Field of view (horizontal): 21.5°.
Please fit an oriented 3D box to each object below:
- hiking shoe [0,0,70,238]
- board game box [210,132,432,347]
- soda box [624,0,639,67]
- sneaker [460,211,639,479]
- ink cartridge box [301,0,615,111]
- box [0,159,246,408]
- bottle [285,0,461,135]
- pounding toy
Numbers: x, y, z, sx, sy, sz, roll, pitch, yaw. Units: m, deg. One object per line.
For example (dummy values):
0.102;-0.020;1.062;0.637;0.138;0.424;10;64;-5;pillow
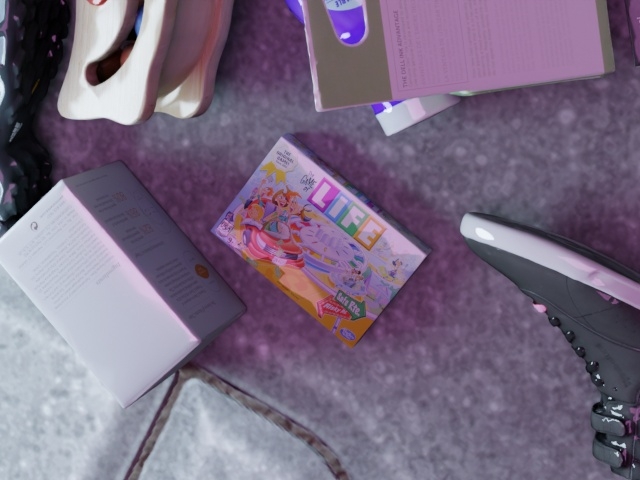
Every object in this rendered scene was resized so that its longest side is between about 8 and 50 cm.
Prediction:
-0.291;-0.137;1.396;0.132;0.113;0.304;12;103;12;hiking shoe
0.000;0.000;1.389;0.154;0.026;0.103;39;107;5;board game box
0.253;-0.218;1.268;0.060;0.053;0.169;-8;98;16;soda box
0.218;0.094;1.306;0.296;0.104;0.147;28;101;4;sneaker
0.094;-0.191;1.255;0.235;0.056;0.171;-9;94;-12;ink cartridge box
-0.163;0.033;1.384;0.091;0.130;0.170;-41;88;17;box
0.020;-0.221;1.308;0.118;0.092;0.283;-24;93;15;bottle
-0.164;-0.215;1.310;0.154;0.155;0.269;32;117;33;pounding toy
